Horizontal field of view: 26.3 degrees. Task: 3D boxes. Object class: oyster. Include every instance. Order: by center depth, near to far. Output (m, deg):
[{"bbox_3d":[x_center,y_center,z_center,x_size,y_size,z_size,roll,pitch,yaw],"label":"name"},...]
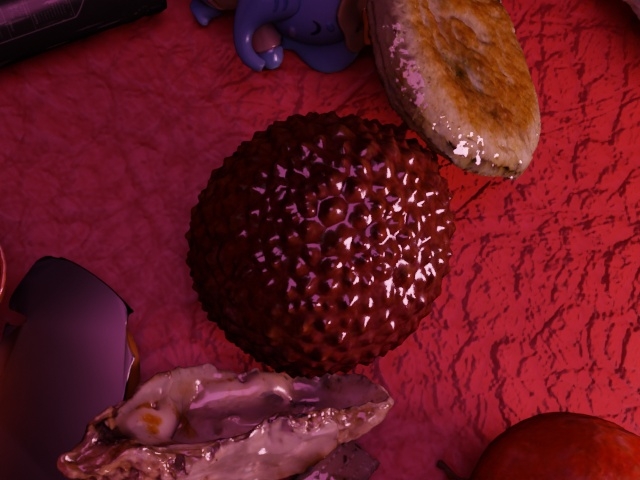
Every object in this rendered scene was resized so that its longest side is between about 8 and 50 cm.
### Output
[{"bbox_3d":[-0.098,0.200,1.379,0.341,0.110,0.166,-22,40,-36],"label":"oyster"}]

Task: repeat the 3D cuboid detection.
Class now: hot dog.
[{"bbox_3d":[-0.289,0.190,1.428,0.194,0.107,0.326,30,88,10],"label":"hot dog"}]

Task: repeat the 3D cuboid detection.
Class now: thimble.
[{"bbox_3d":[0.007,0.256,1.450,0.062,0.084,0.110,41,82,3],"label":"thimble"}]

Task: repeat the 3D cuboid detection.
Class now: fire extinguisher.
[{"bbox_3d":[-0.332,-0.249,1.505,0.311,0.095,0.114,-23,46,-10],"label":"fire extinguisher"}]

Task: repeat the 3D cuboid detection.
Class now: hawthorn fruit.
[{"bbox_3d":[0.230,0.283,1.420,0.272,0.242,0.242,26,77,31],"label":"hawthorn fruit"}]

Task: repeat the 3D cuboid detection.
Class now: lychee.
[{"bbox_3d":[0.000,0.000,1.410,0.276,0.304,0.275,12,46,-12],"label":"lychee"}]

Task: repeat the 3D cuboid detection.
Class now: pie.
[{"bbox_3d":[0.139,-0.200,1.452,0.071,0.323,0.323,-23,81,29],"label":"pie"}]

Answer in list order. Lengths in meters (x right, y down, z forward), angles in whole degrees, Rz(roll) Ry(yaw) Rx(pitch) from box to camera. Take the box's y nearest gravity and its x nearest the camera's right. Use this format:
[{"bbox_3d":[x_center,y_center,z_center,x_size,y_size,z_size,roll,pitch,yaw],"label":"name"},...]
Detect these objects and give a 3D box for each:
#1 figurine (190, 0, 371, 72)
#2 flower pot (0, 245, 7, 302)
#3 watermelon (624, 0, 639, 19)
[{"bbox_3d":[-0.035,-0.277,1.524,0.262,0.154,0.180,-5,89,11],"label":"figurine"},{"bbox_3d":[-0.405,0.043,1.403,0.191,0.173,0.190,1,80,-4],"label":"flower pot"},{"bbox_3d":[0.437,-0.322,1.546,0.258,0.228,0.387,9,74,5],"label":"watermelon"}]
